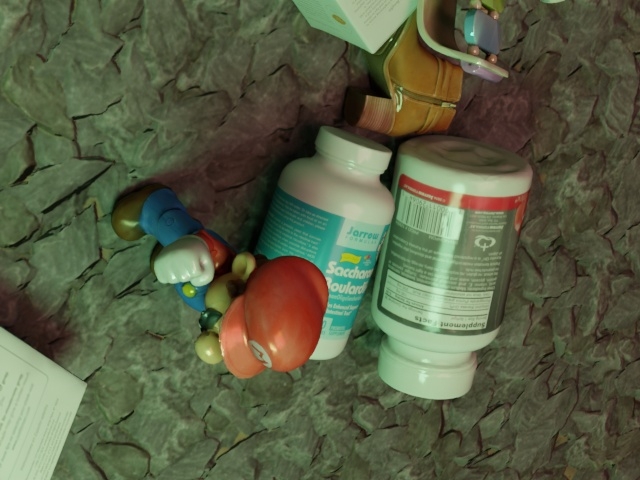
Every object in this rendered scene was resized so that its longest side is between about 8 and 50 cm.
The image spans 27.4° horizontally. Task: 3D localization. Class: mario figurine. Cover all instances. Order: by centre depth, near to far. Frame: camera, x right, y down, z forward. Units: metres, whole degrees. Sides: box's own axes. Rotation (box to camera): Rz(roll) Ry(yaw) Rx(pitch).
[{"bbox_3d":[-0.128,0.060,1.413,0.198,0.320,0.170,6,107,-37],"label":"mario figurine"}]

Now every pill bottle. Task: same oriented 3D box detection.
[{"bbox_3d":[0.000,0.000,1.592,0.146,0.146,0.264,9,106,-38],"label":"pill bottle"},{"bbox_3d":[0.161,0.037,1.706,0.176,0.176,0.319,-6,115,-34],"label":"pill bottle"}]

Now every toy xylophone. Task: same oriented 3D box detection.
[{"bbox_3d":[0.183,-0.344,1.508,0.236,0.081,0.323,-19,111,-65],"label":"toy xylophone"}]

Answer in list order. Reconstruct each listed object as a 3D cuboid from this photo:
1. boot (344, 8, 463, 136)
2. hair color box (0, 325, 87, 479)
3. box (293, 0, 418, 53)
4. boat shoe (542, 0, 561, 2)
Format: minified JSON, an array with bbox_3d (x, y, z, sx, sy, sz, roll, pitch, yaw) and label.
[{"bbox_3d":[0.121,-0.221,1.624,0.152,0.073,0.197,1,123,-35],"label":"boot"},{"bbox_3d":[-0.416,0.147,1.350,0.347,0.105,0.174,43,54,-41],"label":"hair color box"},{"bbox_3d":[0.013,-0.310,1.460,0.091,0.130,0.170,-48,132,-8],"label":"box"},{"bbox_3d":[0.359,-0.403,1.699,0.227,0.079,0.081,-41,134,-9],"label":"boat shoe"}]
